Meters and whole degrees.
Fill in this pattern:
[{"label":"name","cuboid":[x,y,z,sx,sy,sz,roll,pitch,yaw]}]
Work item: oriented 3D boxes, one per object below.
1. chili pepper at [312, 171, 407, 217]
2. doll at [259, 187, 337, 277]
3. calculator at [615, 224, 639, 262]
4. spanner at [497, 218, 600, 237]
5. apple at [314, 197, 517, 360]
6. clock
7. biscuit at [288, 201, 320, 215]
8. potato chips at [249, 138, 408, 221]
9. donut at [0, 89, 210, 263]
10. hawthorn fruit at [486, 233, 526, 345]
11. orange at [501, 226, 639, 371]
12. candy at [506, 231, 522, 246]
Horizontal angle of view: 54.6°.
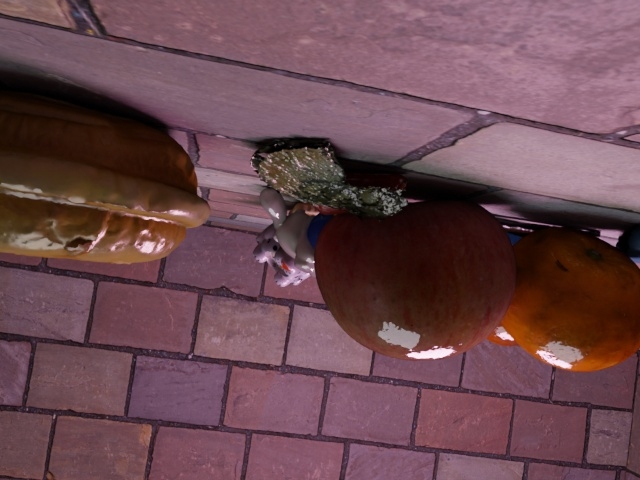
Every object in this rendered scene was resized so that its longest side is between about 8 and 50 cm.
[{"label":"chili pepper","cuboid":[0.063,-0.083,0.964,0.169,0.065,0.088,-3,144,39]},{"label":"doll","cuboid":[0.006,0.025,1.390,0.242,0.159,0.311,-2,149,8]},{"label":"calculator","cuboid":[0.645,0.015,1.152,0.173,0.051,0.293,9,177,20]},{"label":"spanner","cuboid":[0.403,-0.029,1.245,0.325,0.026,0.093,8,178,-3]},{"label":"apple","cuboid":[0.163,0.066,1.076,0.345,0.269,0.345,-6,-176,0]},{"label":"clock","cuboid":[-0.052,0.020,1.631,0.189,0.189,0.254,10,171,-20]},{"label":"biscuit","cuboid":[0.003,-0.066,1.582,0.160,0.030,0.249,8,177,-5]},{"label":"potato chips","cuboid":[0.010,-0.083,0.881,0.220,0.029,0.202,26,157,-28]},{"label":"donut","cuboid":[-0.371,-0.077,0.866,0.449,0.198,0.449,9,177,0]},{"label":"hawthorn fruit","cuboid":[0.448,0.101,1.528,0.298,0.277,0.277,37,-171,24]},{"label":"orange","cuboid":[0.461,0.107,1.152,0.284,0.226,0.284,14,-144,-11]},{"label":"candy","cuboid":[0.285,0.039,1.400,0.100,0.157,0.306,14,179,-42]}]
